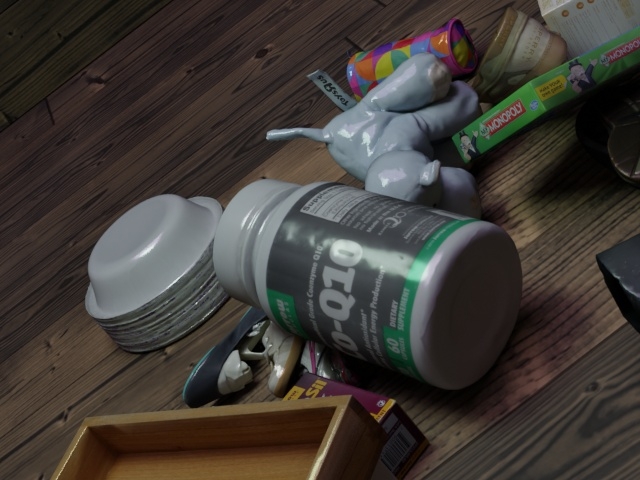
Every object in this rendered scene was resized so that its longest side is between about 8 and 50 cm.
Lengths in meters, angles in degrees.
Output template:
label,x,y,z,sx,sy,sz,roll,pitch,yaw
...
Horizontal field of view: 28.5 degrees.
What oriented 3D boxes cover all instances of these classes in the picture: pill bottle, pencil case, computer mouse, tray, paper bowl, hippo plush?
label,x,y,z,sx,sy,sz,roll,pitch,yaw
pill bottle,0.050,0.040,1.567,0.361,0.204,0.204,16,57,40
pencil case,0.154,-0.306,2.165,0.236,0.104,0.104,-10,38,39
computer mouse,0.426,-0.104,1.586,0.188,0.072,0.272,-37,40,-3
tray,-0.137,0.272,1.282,0.410,0.076,0.203,-10,41,41
paper bowl,-0.269,0.036,2.086,0.284,0.148,0.284,-29,29,18
hippo plush,0.130,-0.121,1.749,0.234,0.294,0.236,-53,32,18

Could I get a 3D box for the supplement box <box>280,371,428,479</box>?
label,x,y,z,sx,sy,sz,roll,pitch,yaw
supplement box,0.024,0.235,1.514,0.104,0.081,0.188,-49,30,-20

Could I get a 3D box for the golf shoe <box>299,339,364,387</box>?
label,x,y,z,sx,sy,sz,roll,pitch,yaw
golf shoe,0.000,0.146,1.691,0.086,0.067,0.186,-33,28,12

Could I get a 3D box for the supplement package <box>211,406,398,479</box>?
label,x,y,z,sx,sy,sz,roll,pitch,yaw
supplement package,-0.038,0.318,1.360,0.293,0.175,0.177,6,52,52

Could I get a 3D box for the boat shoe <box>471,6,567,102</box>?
label,x,y,z,sx,sy,sz,roll,pitch,yaw
boat shoe,0.290,-0.248,1.840,0.341,0.110,0.122,-9,-57,-85

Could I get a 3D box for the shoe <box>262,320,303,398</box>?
label,x,y,z,sx,sy,sz,roll,pitch,yaw
shoe,-0.054,0.136,1.745,0.058,0.077,0.219,13,34,0

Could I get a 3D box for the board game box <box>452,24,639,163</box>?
label,x,y,z,sx,sy,sz,roll,pitch,yaw
board game box,0.348,-0.212,1.660,0.317,0.046,0.213,-28,-4,-25

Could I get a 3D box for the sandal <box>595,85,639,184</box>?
label,x,y,z,sx,sy,sz,roll,pitch,yaw
sandal,0.386,-0.120,1.534,0.090,0.060,0.219,-20,27,7

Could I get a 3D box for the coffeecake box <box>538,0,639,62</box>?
label,x,y,z,sx,sy,sz,roll,pitch,yaw
coffeecake box,0.432,-0.327,1.824,0.185,0.142,0.068,-27,29,19

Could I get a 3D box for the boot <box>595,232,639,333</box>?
label,x,y,z,sx,sy,sz,roll,pitch,yaw
boot,0.481,-0.071,1.301,0.445,0.146,0.367,-36,49,7

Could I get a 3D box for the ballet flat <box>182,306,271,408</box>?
label,x,y,z,sx,sy,sz,roll,pitch,yaw
ballet flat,-0.114,0.165,1.796,0.074,0.074,0.203,-4,36,46
